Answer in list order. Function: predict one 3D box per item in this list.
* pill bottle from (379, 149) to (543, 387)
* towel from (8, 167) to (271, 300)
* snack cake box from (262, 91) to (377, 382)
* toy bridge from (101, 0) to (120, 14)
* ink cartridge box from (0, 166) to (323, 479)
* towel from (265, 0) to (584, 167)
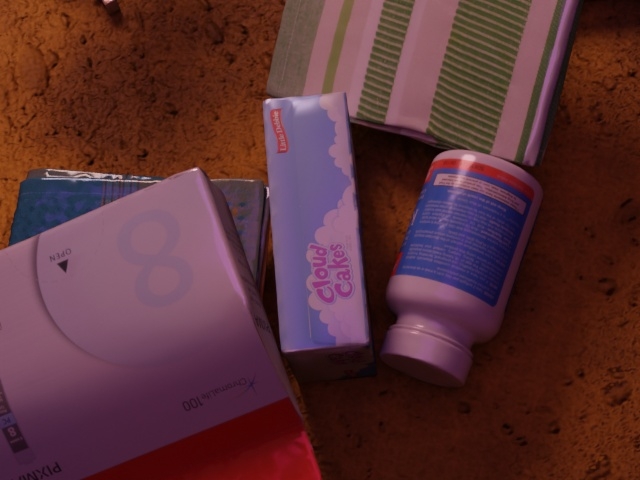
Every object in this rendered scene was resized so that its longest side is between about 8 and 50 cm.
[{"bbox_3d":[0.138,0.030,1.396,0.124,0.124,0.221,19,74,9],"label":"pill bottle"},{"bbox_3d":[-0.198,0.109,1.391,0.271,0.040,0.370,4,73,3],"label":"towel"},{"bbox_3d":[0.000,0.000,1.398,0.089,0.152,0.264,-6,73,2],"label":"snack cake box"},{"bbox_3d":[-0.181,-0.328,1.577,0.188,0.026,0.063,-28,71,-6],"label":"toy bridge"},{"bbox_3d":[-0.183,0.164,1.279,0.308,0.091,0.385,-22,72,6],"label":"ink cartridge box"},{"bbox_3d":[0.108,-0.224,1.442,0.325,0.038,0.248,16,95,26],"label":"towel"}]
